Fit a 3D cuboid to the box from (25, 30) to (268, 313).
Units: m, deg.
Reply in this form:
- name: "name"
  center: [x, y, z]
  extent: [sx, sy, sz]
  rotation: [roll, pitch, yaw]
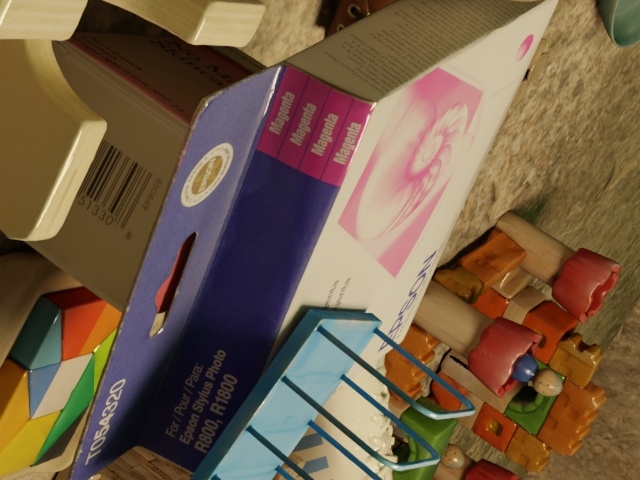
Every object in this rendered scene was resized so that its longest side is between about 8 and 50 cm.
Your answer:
- name: "box"
  center: [-0.093, -0.049, 1.234]
  extent: [0.127, 0.148, 0.232]
  rotation: [-61, 162, 17]

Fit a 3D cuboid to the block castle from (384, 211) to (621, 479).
- name: "block castle"
  center: [0.195, 0.218, 2.298]
  extent: [0.303, 0.213, 0.453]
  rotation: [-34, 151, -49]

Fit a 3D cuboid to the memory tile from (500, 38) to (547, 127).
- name: "memory tile"
  center: [0.198, -0.175, 1.962]
  extent: [0.113, 0.012, 0.148]
  rotation: [-54, 161, -6]

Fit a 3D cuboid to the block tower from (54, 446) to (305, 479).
- name: "block tower"
  center: [-0.132, 0.235, 1.703]
  extent: [0.091, 0.097, 0.335]
  rotation: [-61, 160, 13]

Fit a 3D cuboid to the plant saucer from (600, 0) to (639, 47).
- name: "plant saucer"
  center: [0.402, -0.364, 2.106]
  extent: [0.317, 0.044, 0.317]
  rotation: [-48, 159, -25]

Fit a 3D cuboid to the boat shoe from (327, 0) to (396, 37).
- name: "boat shoe"
  center: [0.066, -0.170, 1.487]
  extent: [0.104, 0.111, 0.307]
  rotation: [-47, 159, -28]

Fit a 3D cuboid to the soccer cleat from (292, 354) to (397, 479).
- name: "soccer cleat"
  center: [0.037, 0.193, 1.971]
  extent: [0.116, 0.143, 0.331]
  rotation: [-36, 152, -46]

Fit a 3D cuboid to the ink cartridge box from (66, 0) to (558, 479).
- name: "ink cartridge box"
  center: [0.000, 0.000, 1.205]
  extent: [0.330, 0.071, 0.324]
  rotation: [-35, 155, -49]

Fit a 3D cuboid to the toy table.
- name: "toy table"
  center: [-0.148, -0.142, 0.929]
  extent: [0.252, 0.161, 0.274]
  rotation: [-26, 144, -57]

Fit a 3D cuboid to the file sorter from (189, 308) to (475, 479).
- name: "file sorter"
  center: [0.003, 0.143, 1.205]
  extent: [0.170, 0.104, 0.118]
  rotation: [-55, 161, 10]

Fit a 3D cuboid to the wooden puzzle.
- name: "wooden puzzle"
  center: [-0.204, 0.101, 1.376]
  extent: [0.221, 0.044, 0.239]
  rotation: [-60, 161, 13]
